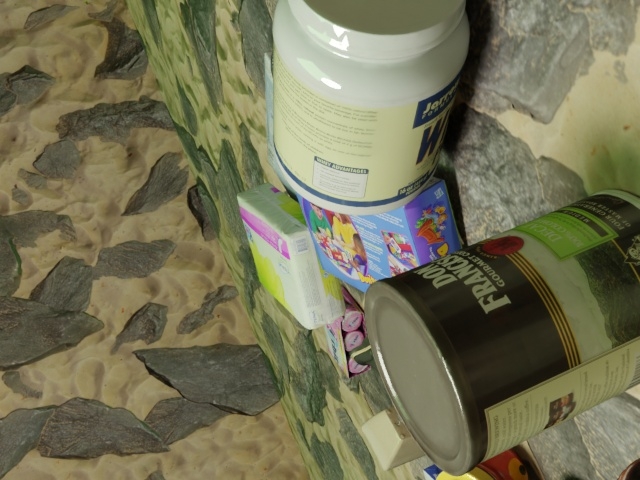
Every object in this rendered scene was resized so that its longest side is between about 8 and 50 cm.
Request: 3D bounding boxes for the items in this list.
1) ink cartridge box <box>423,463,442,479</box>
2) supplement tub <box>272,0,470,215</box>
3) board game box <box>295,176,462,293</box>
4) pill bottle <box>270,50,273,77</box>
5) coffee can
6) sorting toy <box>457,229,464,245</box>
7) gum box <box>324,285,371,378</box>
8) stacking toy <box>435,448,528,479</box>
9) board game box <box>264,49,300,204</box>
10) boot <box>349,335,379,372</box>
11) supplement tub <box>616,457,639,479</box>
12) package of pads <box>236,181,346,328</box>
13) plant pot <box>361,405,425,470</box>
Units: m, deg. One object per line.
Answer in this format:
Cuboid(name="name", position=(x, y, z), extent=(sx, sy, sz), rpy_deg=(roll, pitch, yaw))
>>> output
Cuboid(name="ink cartridge box", position=(0.268, 0.557, 1.698), extent=(0.097, 0.046, 0.207), rpy_deg=(-151, 43, -68))
Cuboid(name="supplement tub", position=(0.056, -0.209, 1.069), extent=(0.235, 0.235, 0.325), rpy_deg=(60, 162, 28))
Cuboid(name="board game box", position=(0.089, -0.016, 1.366), extent=(0.347, 0.078, 0.233), rpy_deg=(28, 143, 54))
Cuboid(name="pill bottle", position=(-0.006, -0.291, 1.361), extent=(0.131, 0.130, 0.245), rpy_deg=(70, 164, -4))
Cuboid(name="coffee can", position=(0.211, 0.087, 0.859), extent=(0.201, 0.275, 0.202), rpy_deg=(58, 160, 34))
Cuboid(name="sorting toy", position=(0.188, -0.026, 1.275), extent=(0.083, 0.012, 0.062), rpy_deg=(67, 162, 7))
Cuboid(name="gum box", position=(0.056, 0.204, 1.916), extent=(0.107, 0.062, 0.188), rpy_deg=(50, 156, 49))
Cuboid(name="stacking toy", position=(0.349, 0.452, 1.278), extent=(0.279, 0.130, 0.309), rpy_deg=(-14, 100, 48))
Cuboid(name="board game box", position=(-0.015, -0.163, 1.675), extent=(0.318, 0.065, 0.319), rpy_deg=(59, 161, 30))
Cuboid(name="boot", position=(0.129, 0.264, 1.744), extent=(0.137, 0.076, 0.198), rpy_deg=(60, 164, 13))
Cuboid(name="supplement tub", position=(0.366, 0.329, 0.968), extent=(0.106, 0.106, 0.198), rpy_deg=(59, 161, 33))
Cuboid(name="package of pads", position=(-0.064, 0.031, 1.768), extent=(0.296, 0.101, 0.229), rpy_deg=(38, 146, 58))
Cuboid(name="plant pot", position=(0.164, 0.388, 1.735), extent=(0.109, 0.109, 0.096), rpy_deg=(60, 150, 28))
